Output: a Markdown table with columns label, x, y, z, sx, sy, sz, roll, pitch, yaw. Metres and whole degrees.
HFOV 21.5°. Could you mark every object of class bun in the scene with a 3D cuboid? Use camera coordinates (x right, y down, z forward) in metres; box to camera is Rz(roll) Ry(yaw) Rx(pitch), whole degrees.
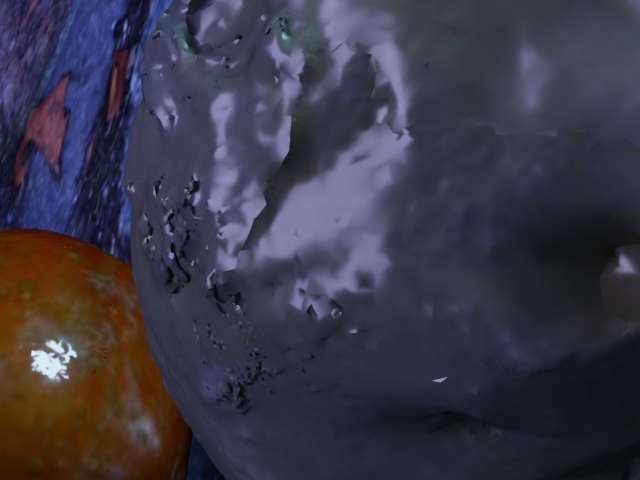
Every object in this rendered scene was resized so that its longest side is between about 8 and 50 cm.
| label | x | y | z | sx | sy | sz | roll | pitch | yaw |
| --- | --- | --- | --- | --- | --- | --- | --- | --- | --- |
| bun | 0.124 | -0.026 | 0.526 | 0.234 | 0.362 | 0.326 | 28 | 142 | 60 |

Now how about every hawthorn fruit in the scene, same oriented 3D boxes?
| label | x | y | z | sx | sy | sz | roll | pitch | yaw |
| --- | --- | --- | --- | --- | --- | --- | --- | --- | --- |
| hawthorn fruit | -0.215 | 0.125 | 1.098 | 0.284 | 0.284 | 0.284 | -36 | 45 | 47 |
